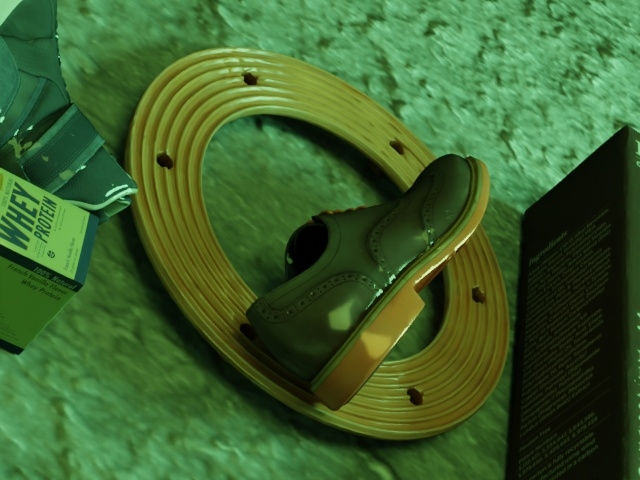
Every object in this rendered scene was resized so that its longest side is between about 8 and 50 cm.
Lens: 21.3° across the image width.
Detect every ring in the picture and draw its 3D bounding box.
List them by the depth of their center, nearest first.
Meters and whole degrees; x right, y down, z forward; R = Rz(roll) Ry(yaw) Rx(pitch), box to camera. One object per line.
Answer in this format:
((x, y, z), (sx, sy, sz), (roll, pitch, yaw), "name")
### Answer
((0.000, 0.000, 1.240), (0.336, 0.032, 0.336), (25, 42, -25), "ring")

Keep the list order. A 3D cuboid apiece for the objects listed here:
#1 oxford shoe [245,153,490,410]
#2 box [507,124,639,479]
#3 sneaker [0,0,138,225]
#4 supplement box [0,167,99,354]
((0.039, 0.000, 1.178), (0.098, 0.097, 0.271), (38, 38, 0), "oxford shoe")
((0.259, 0.112, 1.296), (0.191, 0.143, 0.381), (31, 39, -19), "box")
((-0.185, -0.088, 1.111), (0.163, 0.086, 0.226), (51, 22, -16), "sneaker")
((-0.191, 0.011, 1.011), (0.083, 0.083, 0.056), (28, 42, -22), "supplement box")
